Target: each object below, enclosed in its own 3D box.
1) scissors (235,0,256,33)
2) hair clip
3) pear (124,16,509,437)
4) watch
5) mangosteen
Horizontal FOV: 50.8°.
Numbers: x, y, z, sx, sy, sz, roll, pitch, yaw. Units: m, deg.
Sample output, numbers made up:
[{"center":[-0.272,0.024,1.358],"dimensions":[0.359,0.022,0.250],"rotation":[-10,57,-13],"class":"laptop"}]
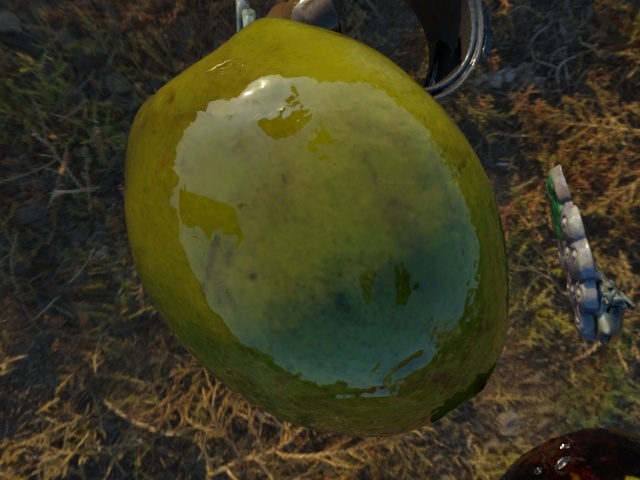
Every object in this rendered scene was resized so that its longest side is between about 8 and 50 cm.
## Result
[{"center":[-0.116,-0.184,1.070],"dimensions":[0.029,0.256,0.383],"rotation":[-2,116,-9],"class":"scissors"},{"center":[0.268,0.007,0.687],"dimensions":[0.052,0.124,0.195],"rotation":[-12,60,7],"class":"hair clip"},{"center":[0.000,0.000,0.484],"dimensions":[0.253,0.253,0.307],"rotation":[-28,107,-5],"class":"pear"},{"center":[0.096,-0.294,1.063],"dimensions":[0.327,0.314,0.335],"rotation":[-38,96,-17],"class":"watch"},{"center":[0.341,0.369,0.800],"dimensions":[0.288,0.288,0.288],"rotation":[-1,97,-10],"class":"mangosteen"}]
